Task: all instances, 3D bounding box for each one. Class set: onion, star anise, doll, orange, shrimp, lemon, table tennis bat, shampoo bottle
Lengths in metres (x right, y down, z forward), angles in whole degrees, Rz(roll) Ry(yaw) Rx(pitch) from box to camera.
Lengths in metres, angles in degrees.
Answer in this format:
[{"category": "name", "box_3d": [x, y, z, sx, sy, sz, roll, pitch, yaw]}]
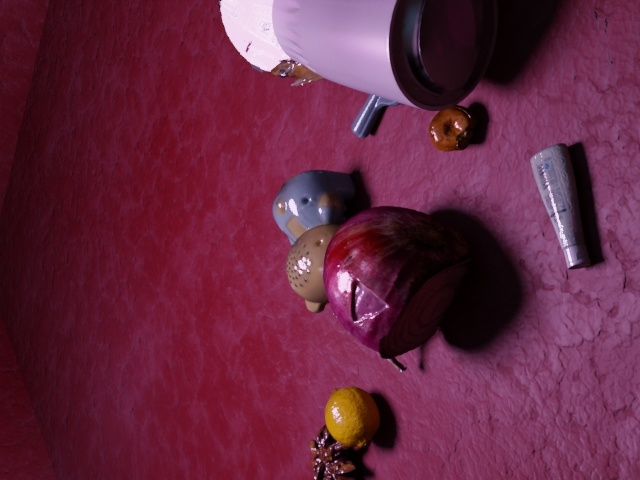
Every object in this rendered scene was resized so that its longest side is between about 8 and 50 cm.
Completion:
[{"category": "onion", "box_3d": [0.115, 0.056, 1.615, 0.272, 0.256, 0.230, -49, 64, 15]}, {"category": "star anise", "box_3d": [0.024, 0.488, 1.888, 0.177, 0.073, 0.234, 11, 106, 63]}, {"category": "doll", "box_3d": [0.000, 0.000, 1.845, 0.177, 0.161, 0.261, -42, 54, 45]}, {"category": "orange", "box_3d": [0.229, -0.194, 1.602, 0.086, 0.062, 0.086, -1, 86, 14]}, {"category": "shrimp", "box_3d": [0.005, -0.414, 1.875, 0.317, 0.077, 0.168, -15, 79, 40]}, {"category": "lemon", "box_3d": [0.062, 0.345, 1.797, 0.109, 0.109, 0.133, -54, 53, 40]}, {"category": "table tennis bat", "box_3d": [0.125, -0.302, 1.775, 0.244, 0.040, 0.153, -61, 38, 30]}, {"category": "shampoo bottle", "box_3d": [0.373, -0.050, 1.414, 0.069, 0.041, 0.191, -28, 67, 45]}]

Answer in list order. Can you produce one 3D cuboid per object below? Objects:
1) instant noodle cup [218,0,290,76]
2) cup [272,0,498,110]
[{"category": "instant noodle cup", "box_3d": [-0.084, -0.493, 1.981, 0.274, 0.091, 0.274, 13, 122, 22]}, {"category": "cup", "box_3d": [0.104, -0.379, 1.593, 0.371, 0.253, 0.253, 25, 110, 47]}]
